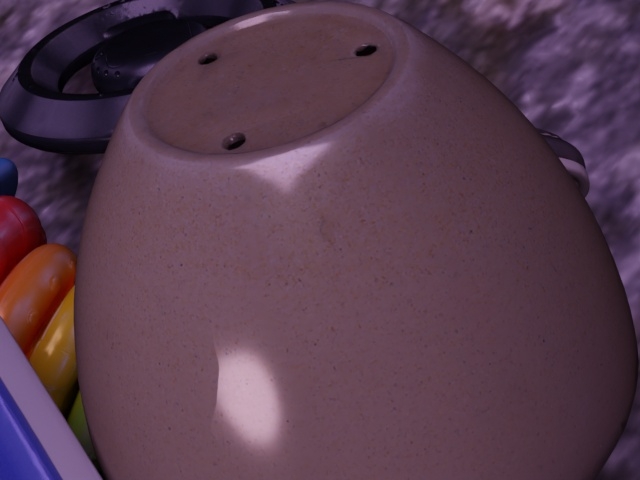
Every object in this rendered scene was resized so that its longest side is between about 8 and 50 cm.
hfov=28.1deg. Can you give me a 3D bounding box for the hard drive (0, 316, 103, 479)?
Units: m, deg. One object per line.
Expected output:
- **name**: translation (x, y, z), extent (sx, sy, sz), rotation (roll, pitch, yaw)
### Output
- **hard drive**: translation (-0.158, 0.202, 0.640), extent (0.210, 0.040, 0.318), rotation (-50, 65, 29)

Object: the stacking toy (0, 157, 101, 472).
- **stacking toy**: translation (-0.130, 0.089, 0.789), extent (0.302, 0.175, 0.166), rotation (24, 112, 3)

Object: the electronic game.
- **electronic game**: translation (-0.117, -0.125, 0.907), extent (0.229, 0.048, 0.229), rotation (-11, 32, 7)

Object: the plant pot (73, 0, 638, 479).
- **plant pot**: translation (0.000, 0.000, 0.615), extent (0.284, 0.191, 0.284), rotation (-10, 38, 8)

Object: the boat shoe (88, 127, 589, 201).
- **boat shoe**: translation (0.003, -0.052, 0.842), extent (0.335, 0.112, 0.095), rotation (-7, 64, 15)
